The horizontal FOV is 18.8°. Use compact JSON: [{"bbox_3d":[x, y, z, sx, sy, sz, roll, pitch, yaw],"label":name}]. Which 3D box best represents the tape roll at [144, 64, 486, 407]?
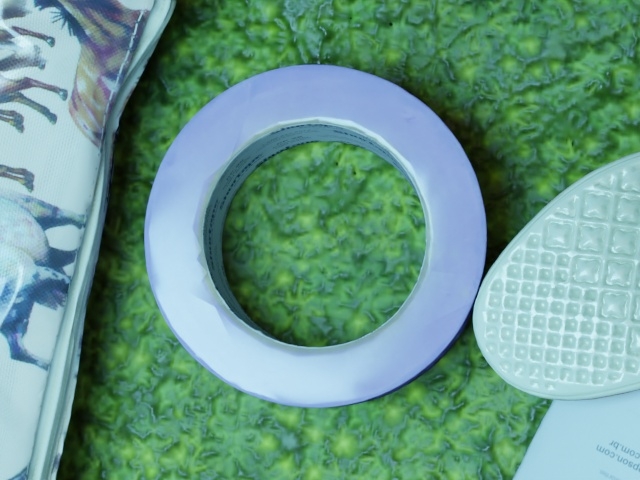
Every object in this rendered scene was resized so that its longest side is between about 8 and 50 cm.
[{"bbox_3d":[0.000,0.000,1.086,0.189,0.080,0.189,0,86,4],"label":"tape roll"}]

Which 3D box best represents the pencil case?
[{"bbox_3d":[-0.190,0.016,1.061,0.183,0.160,0.410,12,87,7],"label":"pencil case"}]

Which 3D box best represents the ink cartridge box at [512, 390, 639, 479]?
[{"bbox_3d":[0.196,0.261,0.977,0.324,0.071,0.330,26,90,40],"label":"ink cartridge box"}]

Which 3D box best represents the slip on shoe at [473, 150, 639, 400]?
[{"bbox_3d":[0.233,-0.015,1.047,0.331,0.101,0.123,-32,79,-5],"label":"slip on shoe"}]
